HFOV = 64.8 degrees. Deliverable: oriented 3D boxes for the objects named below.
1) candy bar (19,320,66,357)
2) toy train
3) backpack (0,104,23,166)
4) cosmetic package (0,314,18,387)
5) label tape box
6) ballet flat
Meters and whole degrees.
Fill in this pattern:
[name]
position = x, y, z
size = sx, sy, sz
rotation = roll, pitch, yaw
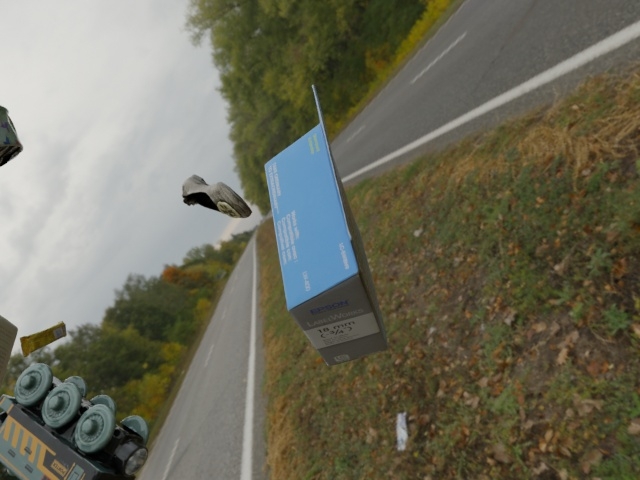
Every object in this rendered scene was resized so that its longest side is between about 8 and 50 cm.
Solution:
[candy bar]
position = -0.570, 0.200, 1.046
size = 0.018, 0.040, 0.161
rotation = -11, 3, 0
[toy train]
position = -0.457, 0.354, 0.891
size = 0.190, 0.334, 0.142
rotation = -61, -29, -19
[backpack]
position = -0.750, -0.207, 1.007
size = 0.254, 0.190, 0.225
rotation = -15, 9, -14
[cosmetic package]
position = -1.080, 0.355, 1.315
size = 0.327, 0.330, 0.393
rotation = 88, 180, -59
[label tape box]
position = 0.000, 0.000, 0.696
size = 0.333, 0.106, 0.240
rotation = 66, -170, -56
[ballet flat]
position = -0.209, -0.077, 0.966
size = 0.058, 0.084, 0.250
rotation = -46, 37, -16
